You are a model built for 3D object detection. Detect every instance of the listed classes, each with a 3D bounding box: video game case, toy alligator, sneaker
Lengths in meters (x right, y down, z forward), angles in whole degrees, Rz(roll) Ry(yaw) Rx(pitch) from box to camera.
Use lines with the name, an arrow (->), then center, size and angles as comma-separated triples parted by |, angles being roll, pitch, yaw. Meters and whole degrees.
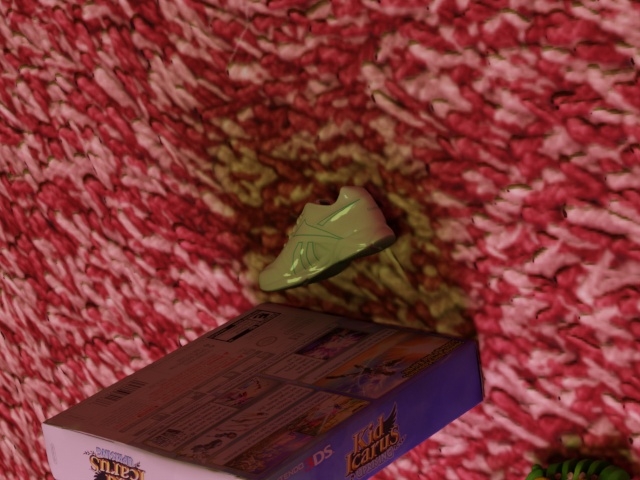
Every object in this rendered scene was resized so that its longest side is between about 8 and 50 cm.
video game case -> -0.044, 0.140, 1.562 | 0.244, 0.269, 0.061 | 8, 116, 42
toy alligator -> 0.187, 0.199, 1.534 | 0.190, 0.056, 0.051 | -4, 65, 46
sneaker -> 0.000, 0.000, 1.617 | 0.152, 0.054, 0.061 | -29, 79, 41
